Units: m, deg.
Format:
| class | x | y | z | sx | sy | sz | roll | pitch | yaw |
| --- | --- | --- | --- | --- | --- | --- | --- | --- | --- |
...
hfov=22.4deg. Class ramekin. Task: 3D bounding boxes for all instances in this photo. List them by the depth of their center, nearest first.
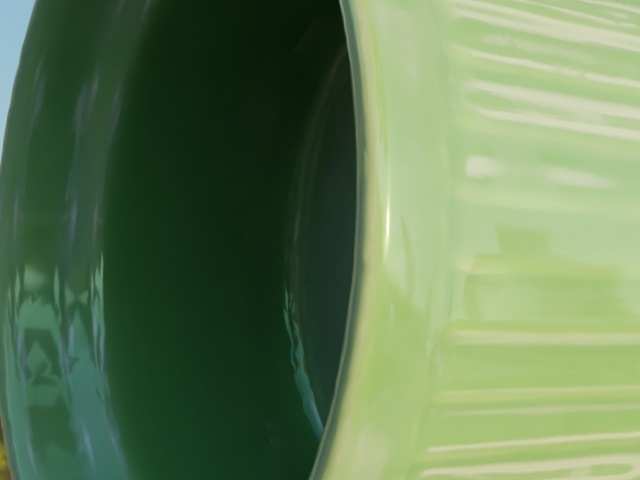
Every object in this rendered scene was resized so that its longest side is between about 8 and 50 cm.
| class | x | y | z | sx | sy | sz | roll | pitch | yaw |
| --- | --- | --- | --- | --- | --- | --- | --- | --- | --- |
| ramekin | 0.000 | 0.000 | 0.591 | 0.148 | 0.303 | 0.303 | 4 | -1 | -30 |
